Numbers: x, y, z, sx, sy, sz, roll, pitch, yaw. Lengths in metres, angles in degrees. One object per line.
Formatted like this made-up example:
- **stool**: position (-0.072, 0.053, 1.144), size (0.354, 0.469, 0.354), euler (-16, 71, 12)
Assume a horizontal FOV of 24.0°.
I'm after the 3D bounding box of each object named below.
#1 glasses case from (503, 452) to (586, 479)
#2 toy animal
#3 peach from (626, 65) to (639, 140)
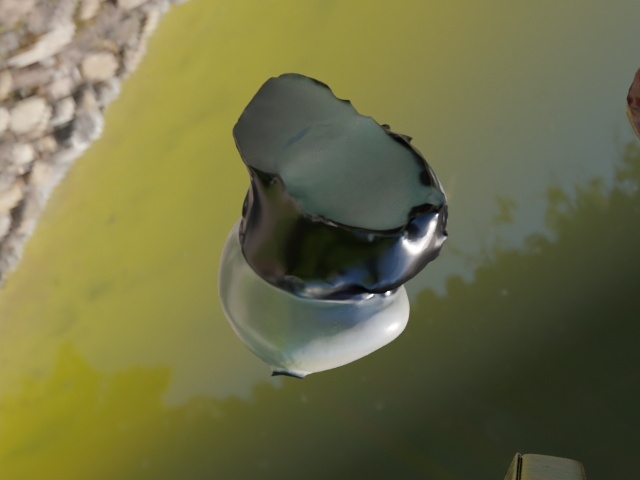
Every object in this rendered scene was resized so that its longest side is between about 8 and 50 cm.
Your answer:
- **glasses case**: position (0.110, 0.161, 0.784), size (0.049, 0.075, 0.218), euler (9, 180, 8)
- **toy animal**: position (0.000, 0.000, 1.055), size (0.138, 0.166, 0.179), euler (-3, 133, -25)
- **peach**: position (0.394, -0.092, 1.001), size (0.372, 0.372, 0.290), euler (-18, 149, -13)
